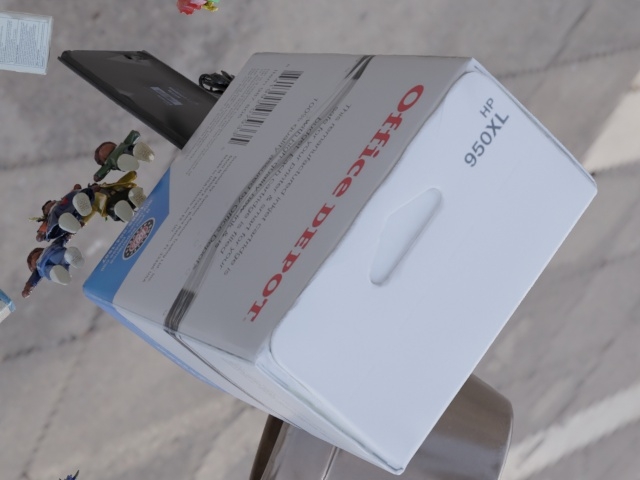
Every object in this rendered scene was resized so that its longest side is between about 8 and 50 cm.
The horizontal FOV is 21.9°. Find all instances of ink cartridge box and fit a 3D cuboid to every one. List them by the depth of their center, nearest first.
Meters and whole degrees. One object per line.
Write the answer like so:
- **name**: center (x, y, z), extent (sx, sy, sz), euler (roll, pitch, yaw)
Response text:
- **ink cartridge box**: center (0.000, 0.000, 1.386), extent (0.166, 0.395, 0.285), euler (40, 79, -25)

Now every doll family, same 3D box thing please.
- **doll family**: center (-0.234, -0.026, 1.628), extent (0.193, 0.111, 0.076), euler (-42, 113, -19)

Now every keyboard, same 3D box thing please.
- **keyboard**: center (-0.137, -0.146, 1.806), extent (0.201, 0.317, 0.033), euler (-4, 117, -36)

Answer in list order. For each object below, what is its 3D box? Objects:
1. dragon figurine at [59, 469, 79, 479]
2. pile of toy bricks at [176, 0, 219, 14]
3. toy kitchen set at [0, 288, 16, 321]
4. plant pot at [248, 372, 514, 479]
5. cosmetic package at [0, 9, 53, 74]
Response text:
- **dragon figurine**: center (-0.314, 0.379, 2.155), extent (0.144, 0.085, 0.289), euler (-43, 165, -7)
- **pile of toy bricks**: center (-0.128, -0.307, 1.865), extent (0.118, 0.212, 0.105), euler (13, 118, -28)
- **toy kitchen set**: center (-0.418, 0.007, 1.833), extent (0.122, 0.166, 0.207), euler (-51, 173, -11)
- **plant pot**: center (0.068, 0.194, 1.703), extent (0.263, 0.229, 0.263), euler (-161, -90, -86)
- **cosmetic package**: center (-0.324, -0.199, 1.631), extent (0.041, 0.115, 0.060), euler (-132, -130, -80)
